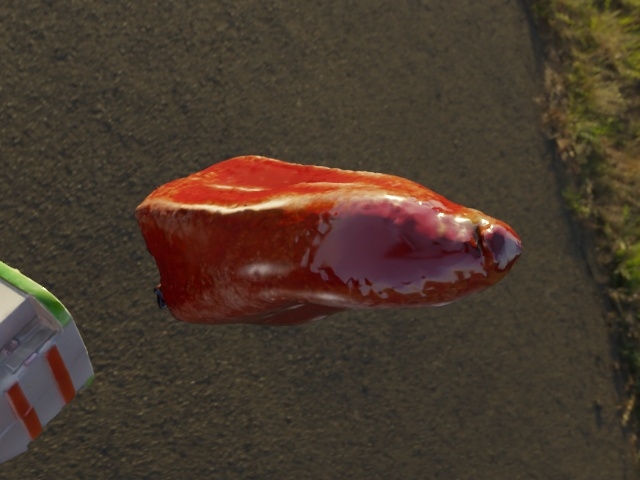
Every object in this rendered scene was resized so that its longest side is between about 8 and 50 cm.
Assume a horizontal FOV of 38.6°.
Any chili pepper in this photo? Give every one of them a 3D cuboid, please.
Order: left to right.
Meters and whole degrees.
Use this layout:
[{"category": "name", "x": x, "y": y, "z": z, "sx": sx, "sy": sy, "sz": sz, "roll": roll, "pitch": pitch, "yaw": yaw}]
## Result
[{"category": "chili pepper", "x": 0.000, "y": 0.000, "z": 0.552, "sx": 0.144, "sy": 0.252, "sz": 0.136, "roll": 39, "pitch": 68, "yaw": -29}]

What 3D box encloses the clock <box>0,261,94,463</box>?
[{"category": "clock", "x": -0.369, "y": 0.134, "z": 0.697, "sx": 0.235, "sy": 0.166, "sz": 0.309, "roll": 26, "pitch": 57, "yaw": 20}]
